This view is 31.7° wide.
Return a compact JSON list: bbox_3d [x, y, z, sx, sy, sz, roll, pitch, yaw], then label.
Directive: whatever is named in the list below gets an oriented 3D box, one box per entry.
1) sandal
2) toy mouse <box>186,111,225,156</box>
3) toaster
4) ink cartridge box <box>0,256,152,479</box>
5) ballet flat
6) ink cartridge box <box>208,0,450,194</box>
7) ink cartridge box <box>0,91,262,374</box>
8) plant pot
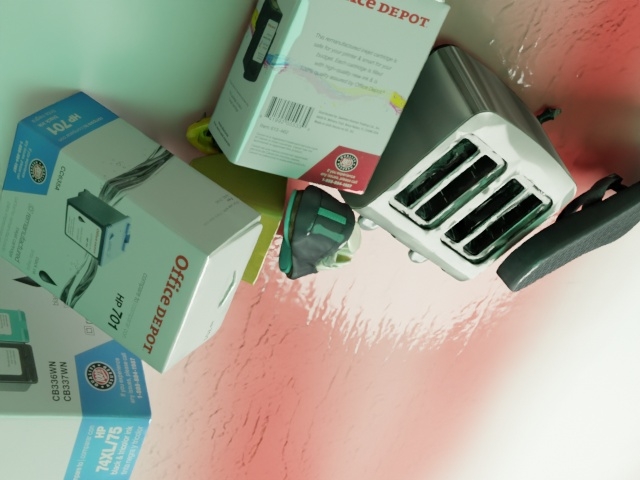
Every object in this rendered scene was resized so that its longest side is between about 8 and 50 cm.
[{"bbox_3d":[0.261,-0.028,1.090,0.254,0.054,0.097,-22,158,-39],"label":"sandal"},{"bbox_3d":[-0.107,-0.055,0.993,0.161,0.031,0.143,1,132,-21],"label":"toy mouse"},{"bbox_3d":[0.121,-0.069,1.010,0.186,0.110,0.168,-40,134,19],"label":"toaster"},{"bbox_3d":[-0.313,0.139,0.986,0.270,0.198,0.197,5,131,-25],"label":"ink cartridge box"},{"bbox_3d":[0.000,0.000,0.995,0.074,0.074,0.203,-15,171,-6],"label":"ballet flat"},{"bbox_3d":[0.005,-0.138,0.902,0.127,0.072,0.175,13,114,-30],"label":"ink cartridge box"},{"bbox_3d":[-0.160,-0.007,0.909,0.082,0.191,0.139,-38,158,-51],"label":"ink cartridge box"},{"bbox_3d":[-0.080,-0.026,0.954,0.083,0.081,0.081,17,127,-9],"label":"plant pot"}]
